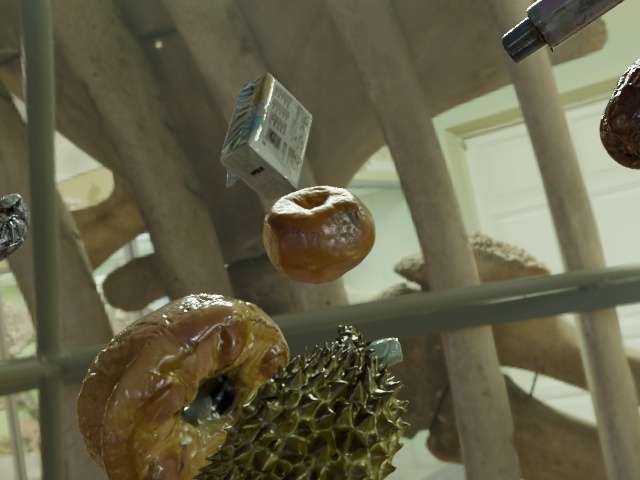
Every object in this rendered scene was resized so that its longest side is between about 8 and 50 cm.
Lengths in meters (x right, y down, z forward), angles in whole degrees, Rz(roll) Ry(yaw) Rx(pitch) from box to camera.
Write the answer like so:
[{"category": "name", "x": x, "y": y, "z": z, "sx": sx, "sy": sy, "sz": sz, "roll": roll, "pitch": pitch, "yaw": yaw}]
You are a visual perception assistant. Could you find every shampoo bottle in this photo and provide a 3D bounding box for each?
[{"category": "shampoo bottle", "x": 0.335, "y": -0.309, "z": 0.888, "sx": 0.214, "sy": 0.072, "sz": 0.072, "roll": -33, "pitch": -17, "yaw": 33}]

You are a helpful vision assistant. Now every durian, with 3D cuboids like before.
[{"category": "durian", "x": -0.005, "y": 0.210, "z": 0.771, "sx": 0.306, "sy": 0.172, "sz": 0.166, "roll": -51, "pitch": 1, "yaw": -37}]

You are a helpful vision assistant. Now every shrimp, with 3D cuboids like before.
[{"category": "shrimp", "x": -0.469, "y": -0.005, "z": 1.000, "sx": 0.056, "sy": 0.065, "sz": 0.165, "roll": -18, "pitch": 32, "yaw": 19}]

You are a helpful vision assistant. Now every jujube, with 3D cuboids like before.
[{"category": "jujube", "x": 0.636, "y": -0.251, "z": 1.285, "sx": 0.243, "sy": 0.183, "sz": 0.183, "roll": -46, "pitch": 6, "yaw": -18}]

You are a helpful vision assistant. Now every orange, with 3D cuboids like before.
[{"category": "orange", "x": 0.000, "y": 0.000, "z": 1.497, "sx": 0.249, "sy": 0.183, "sz": 0.249, "roll": -8, "pitch": 27, "yaw": 4}]

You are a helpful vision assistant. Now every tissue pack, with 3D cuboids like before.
[{"category": "tissue pack", "x": -0.130, "y": -0.214, "z": 1.485, "sx": 0.145, "sy": 0.229, "sz": 0.159, "roll": -22, "pitch": -47, "yaw": 35}]

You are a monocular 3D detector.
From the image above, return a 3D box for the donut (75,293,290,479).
[{"category": "donut", "x": -0.186, "y": 0.221, "z": 0.994, "sx": 0.150, "sy": 0.299, "sz": 0.317, "roll": 18, "pitch": 0, "yaw": 39}]

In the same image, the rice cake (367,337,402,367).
[{"category": "rice cake", "x": 0.086, "y": 0.179, "z": 1.083, "sx": 0.045, "sy": 0.042, "sz": 0.245, "roll": -18, "pitch": -9, "yaw": -8}]
